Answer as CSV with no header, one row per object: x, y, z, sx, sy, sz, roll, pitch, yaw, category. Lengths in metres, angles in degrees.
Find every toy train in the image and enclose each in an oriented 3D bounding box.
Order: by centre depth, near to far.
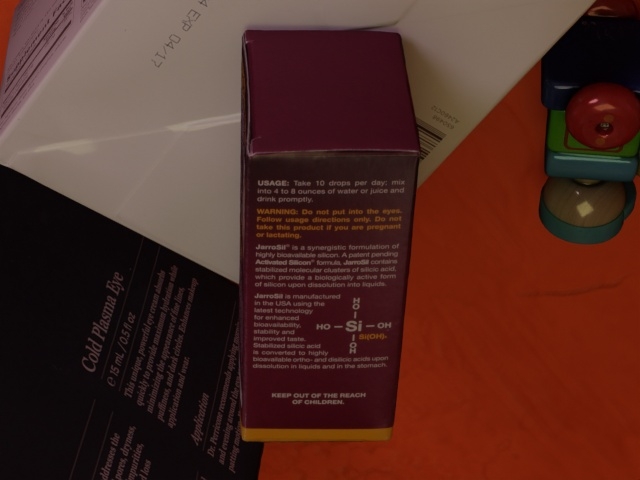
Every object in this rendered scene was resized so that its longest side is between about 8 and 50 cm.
0.247,-0.057,0.984,0.248,0.105,0.143,4,137,4,toy train

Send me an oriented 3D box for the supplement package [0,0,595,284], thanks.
-0.018,-0.127,0.911,0.204,0.145,0.262,28,123,-24,supplement package

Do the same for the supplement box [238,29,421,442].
0.000,0.000,0.855,0.081,0.104,0.188,0,130,-4,supplement box

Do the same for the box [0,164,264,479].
-0.209,0.113,1.007,0.312,0.343,0.179,39,122,-20,box
